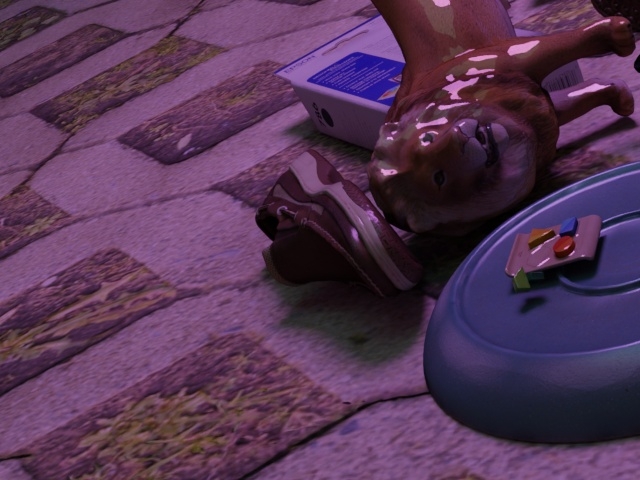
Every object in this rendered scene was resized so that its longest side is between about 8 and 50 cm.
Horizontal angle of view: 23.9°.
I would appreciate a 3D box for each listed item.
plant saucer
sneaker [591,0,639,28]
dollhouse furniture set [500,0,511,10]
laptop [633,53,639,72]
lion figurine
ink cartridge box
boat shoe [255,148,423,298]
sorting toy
[{"bbox_3d":[0.210,0.020,1.009,0.317,0.044,0.317,-21,22,9],"label":"plant saucer"},{"bbox_3d":[0.355,-0.245,1.419,0.192,0.064,0.086,2,27,47],"label":"sneaker"},{"bbox_3d":[0.285,-0.437,1.658,0.355,0.174,0.303,-28,20,26],"label":"dollhouse furniture set"},{"bbox_3d":[0.497,-0.145,1.027,0.382,0.236,0.408,-29,3,-13],"label":"laptop"},{"bbox_3d":[0.113,-0.181,1.271,0.240,0.142,0.392,-17,55,-4],"label":"lion figurine"},{"bbox_3d":[0.095,-0.153,1.468,0.165,0.065,0.332,-31,25,-15],"label":"ink cartridge box"},{"bbox_3d":[0.005,0.006,1.199,0.095,0.095,0.257,-40,18,-1],"label":"boat shoe"},{"bbox_3d":[0.154,0.008,1.016,0.062,0.012,0.083,-13,25,25],"label":"sorting toy"}]
